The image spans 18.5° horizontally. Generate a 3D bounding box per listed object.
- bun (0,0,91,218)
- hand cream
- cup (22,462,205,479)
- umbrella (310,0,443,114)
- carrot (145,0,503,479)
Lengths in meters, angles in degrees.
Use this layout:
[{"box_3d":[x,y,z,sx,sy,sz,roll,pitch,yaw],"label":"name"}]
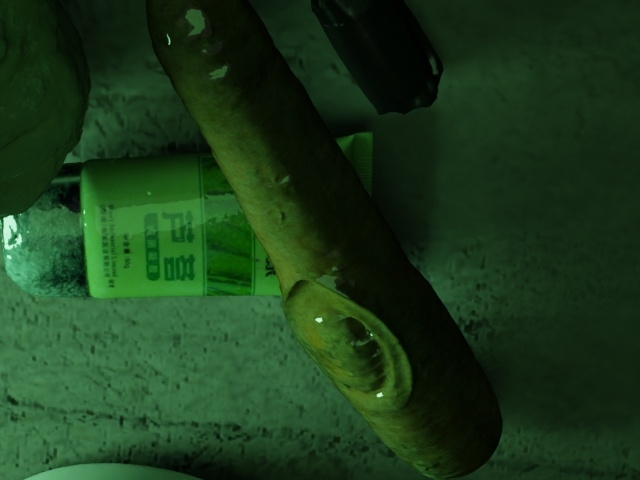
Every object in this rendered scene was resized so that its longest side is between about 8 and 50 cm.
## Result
[{"box_3d":[-0.196,-0.051,0.824,0.195,0.118,0.195,-6,161,-2],"label":"bun"},{"box_3d":[-0.062,-0.006,0.928,0.175,0.046,0.095,-1,122,-2],"label":"hand cream"},{"box_3d":[-0.118,0.286,0.994,0.219,0.258,0.290,23,120,-6],"label":"cup"},{"box_3d":[-0.037,-0.180,0.799,0.118,0.118,0.340,-23,128,15],"label":"umbrella"},{"box_3d":[0.001,-0.001,0.883,0.070,0.070,0.342,-21,131,14],"label":"carrot"}]
